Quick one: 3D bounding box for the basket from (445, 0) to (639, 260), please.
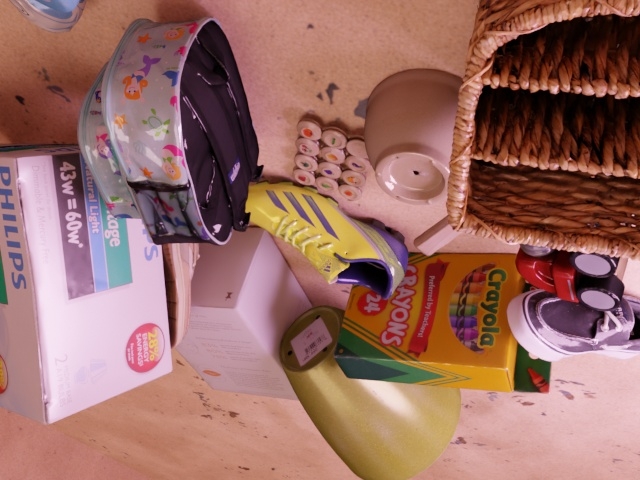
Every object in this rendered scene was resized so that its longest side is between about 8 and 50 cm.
[{"bbox_3d":[0.285,-0.129,0.670,0.299,0.223,0.214,10,146,13],"label":"basket"}]

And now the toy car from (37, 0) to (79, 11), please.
[{"bbox_3d":[-0.274,-0.344,0.692,0.210,0.219,0.238,28,174,-16],"label":"toy car"}]

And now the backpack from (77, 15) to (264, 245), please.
[{"bbox_3d":[-0.181,-0.144,0.867,0.191,0.225,0.254,6,141,8],"label":"backpack"}]

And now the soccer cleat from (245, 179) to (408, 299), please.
[{"bbox_3d":[0.001,0.000,1.078,0.289,0.121,0.093,23,147,-7],"label":"soccer cleat"}]

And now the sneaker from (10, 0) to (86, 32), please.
[{"bbox_3d":[-0.382,-0.338,0.814,0.237,0.085,0.086,32,127,-19],"label":"sneaker"}]

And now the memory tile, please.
[{"bbox_3d":[0.015,-0.111,0.996,0.113,0.012,0.148,19,150,5],"label":"memory tile"}]

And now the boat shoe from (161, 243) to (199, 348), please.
[{"bbox_3d":[-0.232,0.019,1.100,0.109,0.098,0.303,6,105,35],"label":"boat shoe"}]

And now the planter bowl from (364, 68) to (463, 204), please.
[{"bbox_3d":[0.125,-0.114,0.868,0.162,0.109,0.162,12,146,8],"label":"planter bowl"}]

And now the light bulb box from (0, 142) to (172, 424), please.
[{"bbox_3d":[-0.436,0.036,1.046,0.360,0.225,0.358,5,103,35],"label":"light bulb box"}]

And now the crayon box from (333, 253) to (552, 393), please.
[{"bbox_3d":[0.197,0.121,1.093,0.318,0.202,0.081,0,143,24],"label":"crayon box"}]

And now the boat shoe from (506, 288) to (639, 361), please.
[{"bbox_3d":[0.405,0.117,1.026,0.301,0.108,0.102,12,147,-30],"label":"boat shoe"}]

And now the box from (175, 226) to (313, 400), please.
[{"bbox_3d":[-0.157,0.142,1.315,0.214,0.168,0.345,2,144,23],"label":"box"}]

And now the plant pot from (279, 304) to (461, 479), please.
[{"bbox_3d":[0.068,0.253,1.282,0.274,0.275,0.293,-12,135,37],"label":"plant pot"}]

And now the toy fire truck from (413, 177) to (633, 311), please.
[{"bbox_3d":[0.275,-0.007,0.938,0.246,0.159,0.217,10,148,33],"label":"toy fire truck"}]
